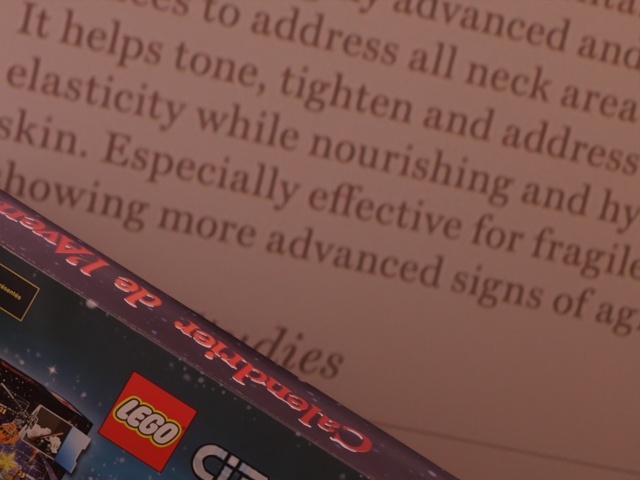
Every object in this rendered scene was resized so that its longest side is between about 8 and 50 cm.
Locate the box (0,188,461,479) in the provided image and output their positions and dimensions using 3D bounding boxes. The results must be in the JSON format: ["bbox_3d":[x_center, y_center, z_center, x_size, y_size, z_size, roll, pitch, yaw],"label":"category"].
[{"bbox_3d":[-0.072,0.094,0.510,0.159,0.233,0.044,-59,-4,12],"label":"box"}]

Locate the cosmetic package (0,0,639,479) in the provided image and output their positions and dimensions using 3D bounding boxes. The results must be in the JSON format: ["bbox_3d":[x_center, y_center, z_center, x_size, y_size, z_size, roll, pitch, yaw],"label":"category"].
[{"bbox_3d":[0.000,0.000,0.712,0.327,0.329,0.394,-122,46,-75],"label":"cosmetic package"}]
